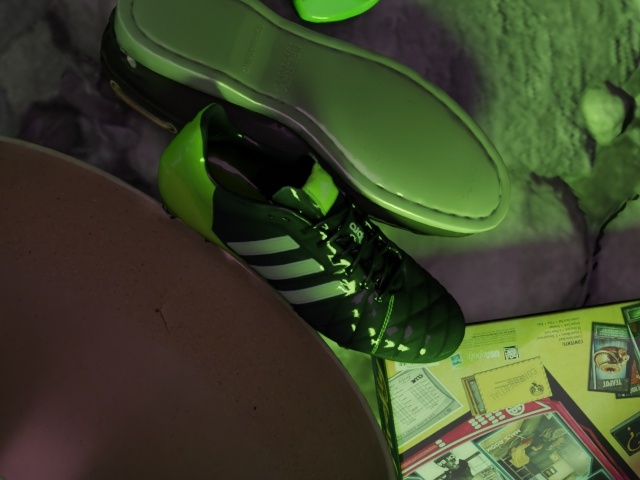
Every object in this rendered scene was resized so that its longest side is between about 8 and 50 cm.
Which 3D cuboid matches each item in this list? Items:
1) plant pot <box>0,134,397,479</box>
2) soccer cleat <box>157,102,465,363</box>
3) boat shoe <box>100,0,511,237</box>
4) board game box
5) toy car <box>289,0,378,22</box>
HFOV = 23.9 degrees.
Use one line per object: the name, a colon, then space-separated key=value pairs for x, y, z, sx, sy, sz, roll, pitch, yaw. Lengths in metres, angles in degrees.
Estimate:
plant pot: x=-0.135 y=0.110 z=0.686 sx=0.284 sy=0.284 sz=0.191 roll=37 pitch=111 yaw=-2
soccer cleat: x=0.000 y=0.000 z=0.748 sx=0.179 sy=0.072 sz=0.060 roll=33 pitch=53 yaw=-3
boat shoe: x=-0.008 y=-0.064 z=0.795 sx=0.228 sy=0.068 sz=0.081 roll=29 pitch=58 yaw=-8
board game box: x=0.158 y=0.115 z=0.811 sx=0.243 sy=0.042 sz=0.165 roll=-7 pitch=86 yaw=-7
toy car: x=-0.027 y=-0.220 z=0.812 sx=0.239 sy=0.053 sz=0.225 roll=-19 pitch=88 yaw=-7
